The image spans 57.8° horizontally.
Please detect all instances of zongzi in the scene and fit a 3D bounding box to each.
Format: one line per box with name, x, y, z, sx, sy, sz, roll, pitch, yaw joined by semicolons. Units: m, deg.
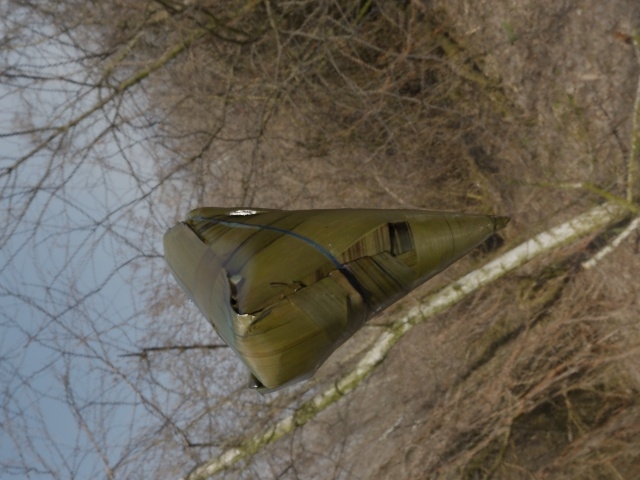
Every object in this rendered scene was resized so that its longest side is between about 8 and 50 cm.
zongzi;0.000;0.000;0.608;0.260;0.289;0.122;35;150;52
